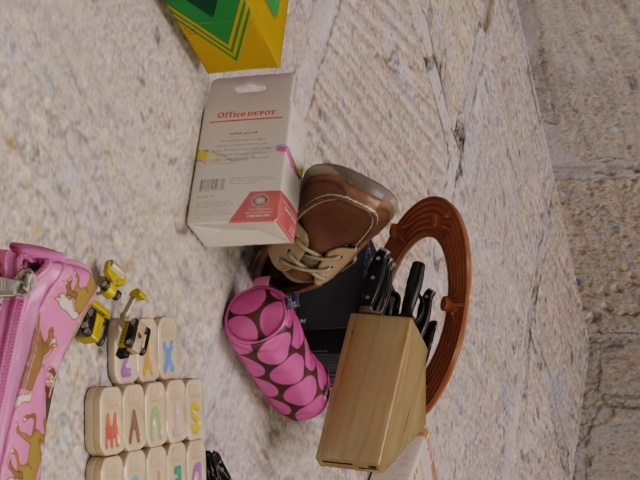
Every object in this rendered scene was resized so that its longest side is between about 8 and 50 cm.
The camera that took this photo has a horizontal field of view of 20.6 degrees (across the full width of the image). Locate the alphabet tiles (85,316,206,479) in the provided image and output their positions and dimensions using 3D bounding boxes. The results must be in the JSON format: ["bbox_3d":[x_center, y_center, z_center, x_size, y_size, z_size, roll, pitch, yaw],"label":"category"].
[{"bbox_3d":[-0.182,0.221,1.889,0.284,0.021,0.278,7,82,-72],"label":"alphabet tiles"}]

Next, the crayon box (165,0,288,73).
[{"bbox_3d":[-0.116,-0.429,2.020,0.313,0.106,0.363,62,30,-56],"label":"crayon box"}]

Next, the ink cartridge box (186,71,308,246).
[{"bbox_3d":[-0.081,-0.095,2.073,0.067,0.115,0.198,54,38,-58],"label":"ink cartridge box"}]

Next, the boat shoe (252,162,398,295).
[{"bbox_3d":[0.000,0.000,2.132,0.116,0.123,0.324,-67,-171,-20],"label":"boat shoe"}]

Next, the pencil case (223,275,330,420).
[{"bbox_3d":[-0.048,0.138,2.200,0.209,0.095,0.098,67,16,-52],"label":"pencil case"}]

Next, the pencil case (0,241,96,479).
[{"bbox_3d":[-0.282,0.186,1.371,0.167,0.160,0.386,58,36,-58],"label":"pencil case"}]

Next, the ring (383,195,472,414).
[{"bbox_3d":[0.127,0.100,2.531,0.336,0.032,0.337,-168,-90,-70],"label":"ring"}]

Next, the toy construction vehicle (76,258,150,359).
[{"bbox_3d":[-0.212,0.076,1.788,0.086,0.035,0.098,41,44,-40],"label":"toy construction vehicle"}]

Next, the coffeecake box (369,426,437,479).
[{"bbox_3d":[0.128,0.400,2.737,0.185,0.068,0.142,-61,145,-57],"label":"coffeecake box"}]

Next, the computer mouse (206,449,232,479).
[{"bbox_3d":[-0.111,0.360,2.078,0.071,0.041,0.242,-56,135,-74],"label":"computer mouse"}]

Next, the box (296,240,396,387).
[{"bbox_3d":[0.037,0.100,2.453,0.158,0.093,0.156,63,31,-50],"label":"box"}]

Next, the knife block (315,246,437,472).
[{"bbox_3d":[0.077,0.147,2.297,0.275,0.088,0.242,-34,124,-65],"label":"knife block"}]
